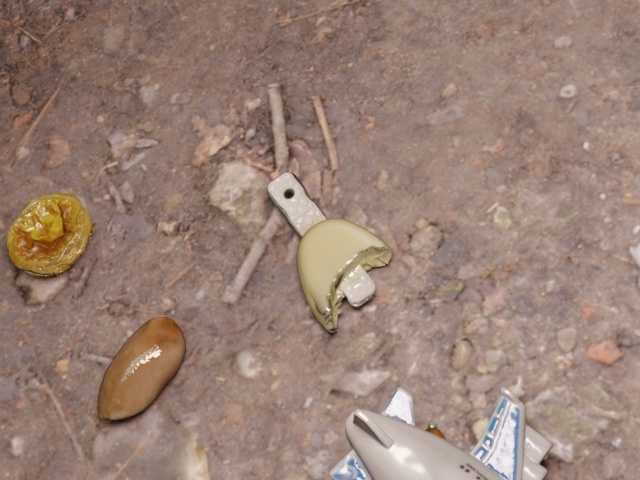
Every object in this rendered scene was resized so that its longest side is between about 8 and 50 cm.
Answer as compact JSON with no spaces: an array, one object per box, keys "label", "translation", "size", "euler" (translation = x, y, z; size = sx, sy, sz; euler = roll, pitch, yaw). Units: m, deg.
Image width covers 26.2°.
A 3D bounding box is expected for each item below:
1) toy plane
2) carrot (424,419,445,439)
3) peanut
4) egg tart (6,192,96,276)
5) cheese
[{"label":"toy plane","translation":[0.135,0.275,1.497],"size":[0.266,0.122,0.267],"euler":[0,75,0]},{"label":"carrot","translation":[0.122,0.275,1.575],"size":[0.035,0.035,0.142],"euler":[2,68,18]},{"label":"peanut","translation":[-0.227,0.163,1.721],"size":[0.076,0.076,0.152],"euler":[30,78,29]},{"label":"egg tart","translation":[-0.362,-0.004,1.871],"size":[0.130,0.052,0.130],"euler":[-9,58,14]},{"label":"cheese","translation":[0.000,0.000,1.760],"size":[0.127,0.050,0.235],"euler":[-36,56,-3]}]
